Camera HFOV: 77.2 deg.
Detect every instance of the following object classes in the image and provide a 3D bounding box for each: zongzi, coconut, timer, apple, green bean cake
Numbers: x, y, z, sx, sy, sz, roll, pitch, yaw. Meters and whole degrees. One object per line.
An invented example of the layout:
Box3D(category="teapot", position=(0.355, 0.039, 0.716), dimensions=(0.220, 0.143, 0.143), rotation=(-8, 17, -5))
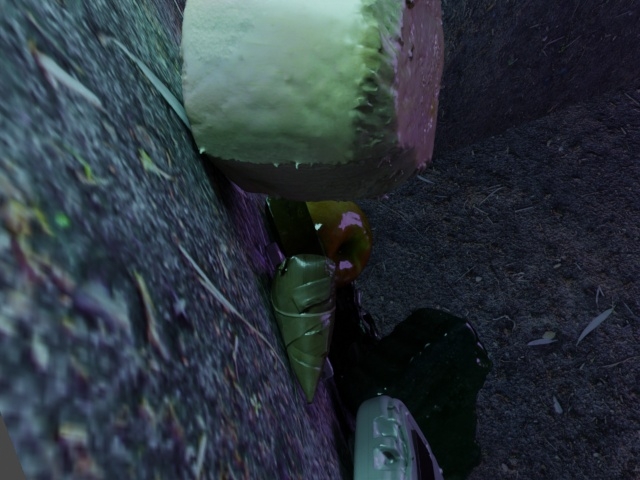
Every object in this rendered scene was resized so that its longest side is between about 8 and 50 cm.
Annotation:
Box3D(category="zongzi", position=(-0.030, 0.113, 0.557), dimensions=(0.189, 0.081, 0.178), rotation=(150, -59, -76))
Box3D(category="coconut", position=(-0.021, -0.188, 0.499), dimensions=(0.297, 0.309, 0.298), rotation=(-23, 116, -61))
Box3D(category="timer", position=(0.133, 0.390, 0.616), dimensions=(0.237, 0.087, 0.262), rotation=(61, 17, -19))
Box3D(category="apple", position=(0.000, 0.000, 1.009), dimensions=(0.226, 0.246, 0.246), rotation=(21, -39, 47))
Box3D(category="green bean cake", position=(0.231, 0.340, 0.864), dimensions=(0.308, 0.300, 0.169), rotation=(55, -12, -12))

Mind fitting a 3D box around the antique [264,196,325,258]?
Box3D(category="antique", position=(-0.044, 0.013, 0.824), dimensions=(0.081, 0.080, 0.221), rotation=(113, -42, -70))

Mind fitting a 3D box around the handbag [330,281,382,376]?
Box3D(category="handbag", position=(0.107, 0.273, 1.151), dimensions=(0.317, 0.180, 0.416), rotation=(84, -17, -56))

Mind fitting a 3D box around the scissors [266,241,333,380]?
Box3D(category="scissors", position=(-0.036, 0.116, 0.678), dimensions=(0.118, 0.030, 0.242), rotation=(70, -4, -65))

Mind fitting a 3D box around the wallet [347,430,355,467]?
Box3D(category="wallet", position=(0.124, 0.479, 0.759), dimensions=(0.170, 0.069, 0.231), rotation=(-106, 173, -62))
